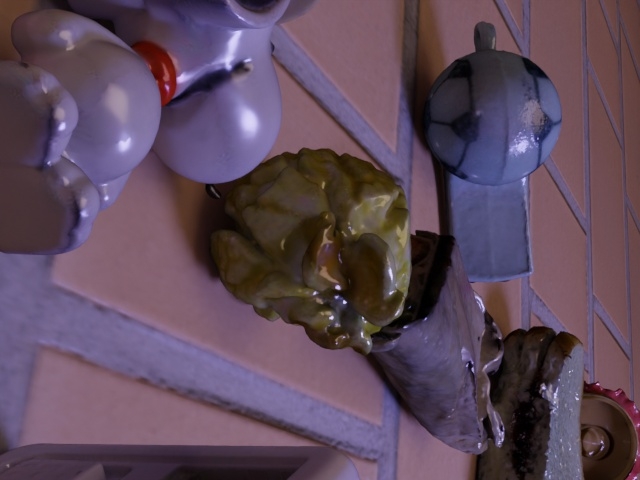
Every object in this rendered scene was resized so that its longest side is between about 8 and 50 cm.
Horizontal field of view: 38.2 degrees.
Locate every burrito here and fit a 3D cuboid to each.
[{"bbox_3d":[0.103,0.082,0.868,0.348,0.107,0.175,48,29,-53],"label":"burrito"}]

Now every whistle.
[{"bbox_3d":[0.192,-0.100,1.021,0.163,0.163,0.290,4,81,-64],"label":"whistle"}]

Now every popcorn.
[{"bbox_3d":[0.000,0.000,0.638,0.141,0.162,0.135,40,77,-7],"label":"popcorn"}]

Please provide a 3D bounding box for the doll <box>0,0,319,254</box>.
[{"bbox_3d":[-0.084,-0.112,0.477,0.271,0.144,0.208,-24,116,-67],"label":"doll"}]

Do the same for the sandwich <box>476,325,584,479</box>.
[{"bbox_3d":[0.259,0.251,1.149,0.288,0.099,0.254,-22,111,-63],"label":"sandwich"}]

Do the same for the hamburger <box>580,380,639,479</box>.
[{"bbox_3d":[0.383,0.283,1.335,0.137,0.175,0.175,3,82,-74],"label":"hamburger"}]

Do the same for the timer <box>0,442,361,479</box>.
[{"bbox_3d":[-0.088,0.201,0.347,0.194,0.192,0.195,-23,106,-63],"label":"timer"}]
